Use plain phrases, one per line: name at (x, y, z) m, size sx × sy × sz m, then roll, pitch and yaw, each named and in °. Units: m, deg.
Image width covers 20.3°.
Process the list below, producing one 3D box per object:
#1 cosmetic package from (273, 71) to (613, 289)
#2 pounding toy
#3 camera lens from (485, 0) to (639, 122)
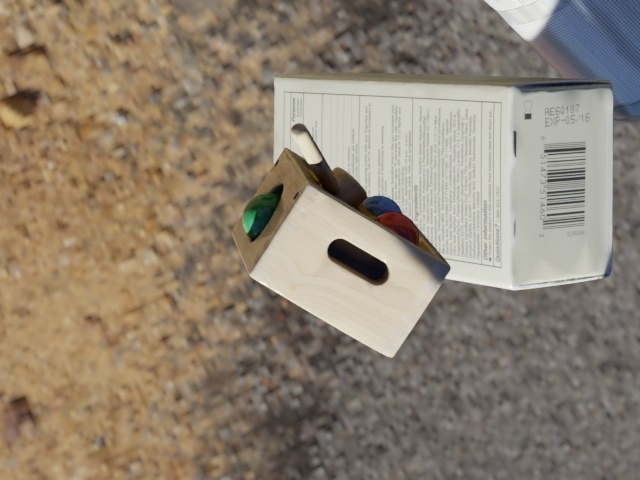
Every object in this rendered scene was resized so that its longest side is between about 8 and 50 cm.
cosmetic package at (0.092, -0.057, 1.463) m, size 0.113 × 0.309 × 0.160 m, roll -5°, pitch 100°, yaw -35°
pounding toy at (0.008, -0.011, 1.153) m, size 0.141 × 0.130 × 0.100 m, roll 31°, pitch 98°, yaw -15°
camera lens at (0.275, -0.264, 1.691) m, size 0.274 × 0.219 × 0.219 m, roll 41°, pitch 106°, yaw -20°
